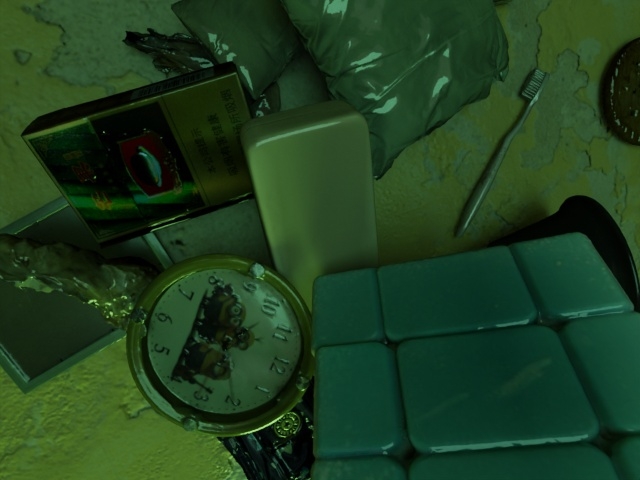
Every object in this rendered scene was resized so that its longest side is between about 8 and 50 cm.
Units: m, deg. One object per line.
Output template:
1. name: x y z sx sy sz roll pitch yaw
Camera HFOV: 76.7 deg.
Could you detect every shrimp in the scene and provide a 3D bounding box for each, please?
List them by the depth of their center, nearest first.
1. shrimp: -0.166 -0.198 0.553 0.219 0.046 0.152 19 90 -14

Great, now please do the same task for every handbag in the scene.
1. handbag: -0.068 0.261 0.603 0.161 0.113 0.261 -29 98 -2

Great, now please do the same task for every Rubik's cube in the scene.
1. Rubik's cube: 0.173 0.227 0.455 0.320 0.316 0.319 -9 135 10

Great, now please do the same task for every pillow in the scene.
1. pillow: 0.103 -0.272 0.534 0.283 0.138 0.310 -42 118 -10
2. pillow: -0.064 -0.305 0.537 0.148 0.050 0.230 49 69 -22

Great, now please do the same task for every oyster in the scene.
1. oyster: -0.295 0.048 0.508 0.232 0.161 0.108 34 74 -22

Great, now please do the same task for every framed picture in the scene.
1. framed picture: -0.349 0.058 0.564 0.274 0.017 0.217 -29 103 -7

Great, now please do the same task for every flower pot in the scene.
1. flower pot: 0.349 0.059 0.627 0.148 0.235 0.236 -12 101 9

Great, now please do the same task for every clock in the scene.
1. clock: -0.119 0.128 0.511 0.236 0.057 0.238 0 98 -2

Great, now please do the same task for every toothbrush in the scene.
1. toothbrush: 0.293 -0.144 0.668 0.029 0.025 0.308 27 91 -6

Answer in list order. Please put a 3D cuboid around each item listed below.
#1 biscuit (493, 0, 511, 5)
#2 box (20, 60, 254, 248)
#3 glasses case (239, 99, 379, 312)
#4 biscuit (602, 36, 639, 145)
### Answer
1. biscuit: 0.226 -0.453 0.602 0.121 0.040 0.200 -17 102 -12
2. box: -0.192 -0.103 0.497 0.239 0.071 0.160 -19 130 -4
3. glasses case: 0.000 0.000 0.536 0.143 0.076 0.337 -16 125 -11
4. biscuit: 0.575 -0.262 0.710 0.187 0.027 0.188 -1 97 -11
